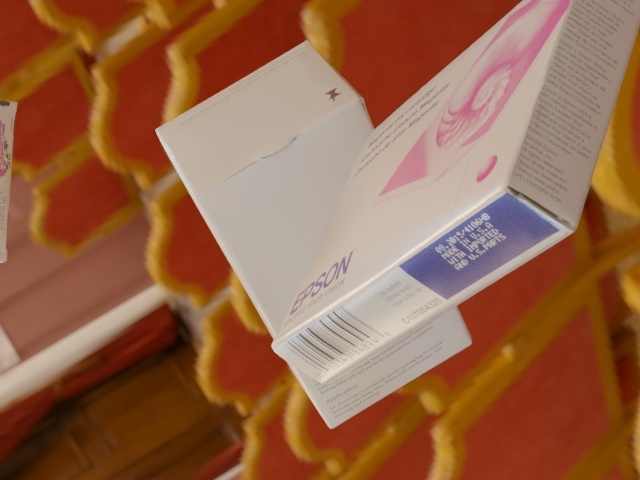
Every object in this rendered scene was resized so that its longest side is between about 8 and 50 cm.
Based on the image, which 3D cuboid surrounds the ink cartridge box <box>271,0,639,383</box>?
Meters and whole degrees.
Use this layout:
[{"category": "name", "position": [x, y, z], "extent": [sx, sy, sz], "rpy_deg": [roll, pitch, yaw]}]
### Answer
[{"category": "ink cartridge box", "position": [0.113, -0.082, 1.224], "extent": [0.071, 0.330, 0.324], "rpy_deg": [32, 144, -14]}]

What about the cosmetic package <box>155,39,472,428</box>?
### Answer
[{"category": "cosmetic package", "position": [0.000, 0.000, 1.712], "extent": [0.155, 0.197, 0.365], "rpy_deg": [54, 172, 53]}]

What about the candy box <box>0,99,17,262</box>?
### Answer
[{"category": "candy box", "position": [-0.409, -0.067, 1.612], "extent": [0.070, 0.196, 0.165], "rpy_deg": [-6, -79, -70]}]
